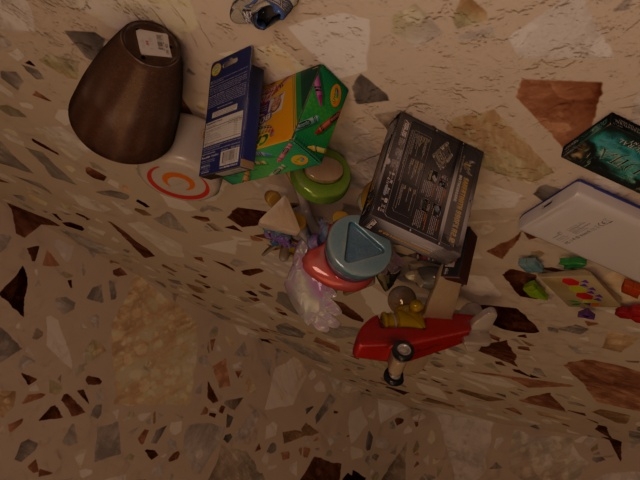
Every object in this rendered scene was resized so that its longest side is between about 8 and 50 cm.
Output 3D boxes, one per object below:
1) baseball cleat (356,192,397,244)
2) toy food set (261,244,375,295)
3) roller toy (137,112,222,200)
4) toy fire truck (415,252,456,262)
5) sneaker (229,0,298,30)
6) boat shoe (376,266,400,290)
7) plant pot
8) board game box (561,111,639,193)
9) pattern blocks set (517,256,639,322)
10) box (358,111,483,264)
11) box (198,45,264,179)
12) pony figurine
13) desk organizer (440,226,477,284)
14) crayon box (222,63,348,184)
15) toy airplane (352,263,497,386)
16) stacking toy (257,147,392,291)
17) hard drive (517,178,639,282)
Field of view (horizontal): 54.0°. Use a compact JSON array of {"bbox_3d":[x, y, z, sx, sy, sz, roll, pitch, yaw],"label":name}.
[{"bbox_3d":[0.173,-0.050,1.477,0.109,0.072,0.206,-9,149,39],"label":"baseball cleat"},{"bbox_3d":[-0.010,0.076,1.901,0.306,0.093,0.219,25,158,-15],"label":"toy food set"},{"bbox_3d":[-0.310,-0.195,1.441,0.191,0.146,0.209,14,154,-11],"label":"roller toy"},{"bbox_3d":[0.272,-0.017,1.425,0.047,0.135,0.192,3,180,-14],"label":"toy fire truck"},{"bbox_3d":[-0.099,-0.360,0.988,0.135,0.058,0.052,1,151,41],"label":"sneaker"},{"bbox_3d":[0.192,0.087,1.776,0.073,0.080,0.223,-24,158,7],"label":"boat shoe"},{"bbox_3d":[-0.349,-0.298,1.197,0.215,0.215,0.230,26,142,-16],"label":"plant pot"},{"bbox_3d":[0.516,-0.135,1.039,0.186,0.026,0.126,23,158,-8],"label":"board game box"},{"bbox_3d":[0.638,0.119,1.538,0.285,0.026,0.325,0,151,40],"label":"pattern blocks set"},{"bbox_3d":[0.186,-0.096,1.138,0.183,0.231,0.056,24,155,-12],"label":"box"},{"bbox_3d":[-0.162,-0.231,1.150,0.036,0.226,0.136,11,169,-42],"label":"box"},{"bbox_3d":[0.000,0.000,1.544,0.351,0.302,0.363,48,169,17],"label":"pony figurine"},{"bbox_3d":[0.326,0.036,1.469,0.047,0.130,0.050,0,153,39],"label":"desk organizer"},{"bbox_3d":[-0.090,-0.211,1.188,0.278,0.166,0.081,-6,147,47],"label":"crayon box"},{"bbox_3d":[0.304,0.230,1.812,0.384,0.386,0.272,33,-160,-48],"label":"toy airplane"},{"bbox_3d":[0.052,-0.077,1.257,0.279,0.309,0.130,31,150,-1],"label":"stacking toy"},{"bbox_3d":[0.591,-0.008,1.257,0.318,0.040,0.210,23,158,-7],"label":"hard drive"}]
